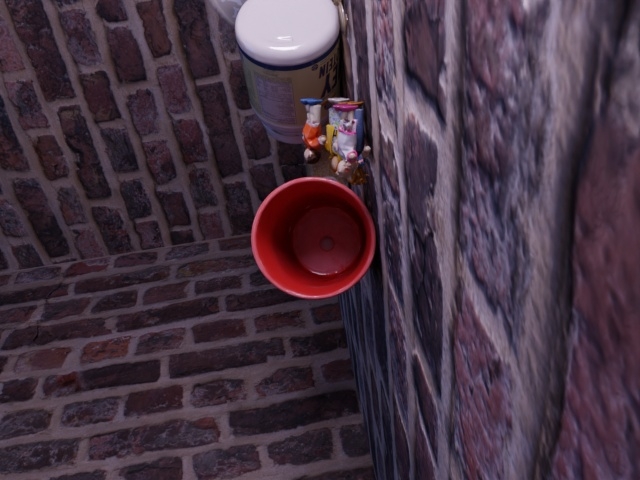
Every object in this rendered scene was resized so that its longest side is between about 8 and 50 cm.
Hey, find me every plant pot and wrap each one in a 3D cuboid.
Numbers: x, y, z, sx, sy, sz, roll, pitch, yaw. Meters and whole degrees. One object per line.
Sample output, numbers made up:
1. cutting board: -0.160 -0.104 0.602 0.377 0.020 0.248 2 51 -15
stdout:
1. plant pot: 0.000 0.000 1.390 0.243 0.274 0.275 15 -115 -81

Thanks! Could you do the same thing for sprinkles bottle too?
1. sprinkles bottle: 0.021 -0.173 1.683 0.121 0.121 0.356 -102 3 -60

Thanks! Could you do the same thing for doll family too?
1. doll family: 0.051 -0.198 1.192 0.263 0.118 0.163 -144 48 -62

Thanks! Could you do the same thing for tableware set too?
1. tableware set: 0.037 -0.498 1.169 0.141 0.020 0.169 80 179 -53

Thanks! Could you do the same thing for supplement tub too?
1. supplement tub: -0.067 -0.411 1.425 0.325 0.235 0.236 84 177 -61

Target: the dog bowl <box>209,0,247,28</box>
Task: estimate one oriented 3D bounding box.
1. dog bowl: -0.144 -0.684 1.469 0.348 0.102 0.349 0 -90 -50
